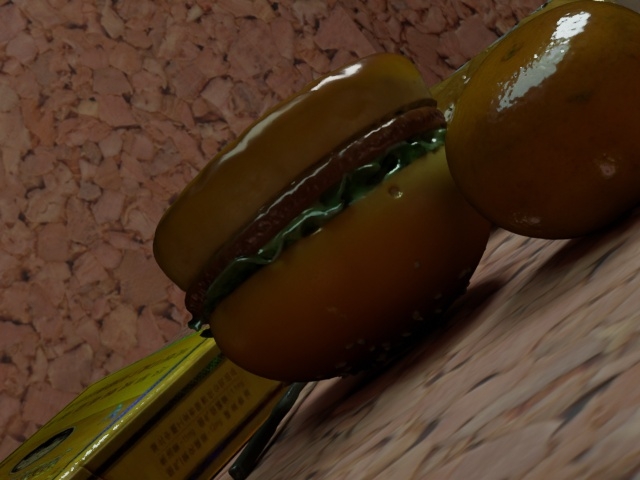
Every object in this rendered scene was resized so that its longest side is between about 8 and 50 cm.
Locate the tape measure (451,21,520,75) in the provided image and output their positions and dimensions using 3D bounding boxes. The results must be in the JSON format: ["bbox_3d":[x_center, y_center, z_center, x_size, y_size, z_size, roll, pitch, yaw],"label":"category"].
[{"bbox_3d":[0.225,-0.187,2.083,0.186,0.112,0.199,-39,1,21],"label":"tape measure"}]

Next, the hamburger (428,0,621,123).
[{"bbox_3d":[0.149,-0.094,1.394,0.262,0.124,0.131,-37,3,36],"label":"hamburger"}]

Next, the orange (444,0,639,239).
[{"bbox_3d":[0.152,-0.069,1.017,0.156,0.124,0.156,-39,20,17],"label":"orange"}]

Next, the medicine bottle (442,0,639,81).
[{"bbox_3d":[0.204,-0.145,1.563,0.324,0.124,0.179,-35,3,28],"label":"medicine bottle"}]

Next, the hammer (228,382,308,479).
[{"bbox_3d":[-0.019,0.112,1.252,0.058,0.029,0.292,-39,4,22],"label":"hammer"}]

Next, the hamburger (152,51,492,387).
[{"bbox_3d":[0.016,-0.001,1.141,0.246,0.170,0.246,-35,-10,-7],"label":"hamburger"}]

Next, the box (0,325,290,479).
[{"bbox_3d":[-0.169,0.176,1.268,0.193,0.084,0.301,-28,8,33],"label":"box"}]
